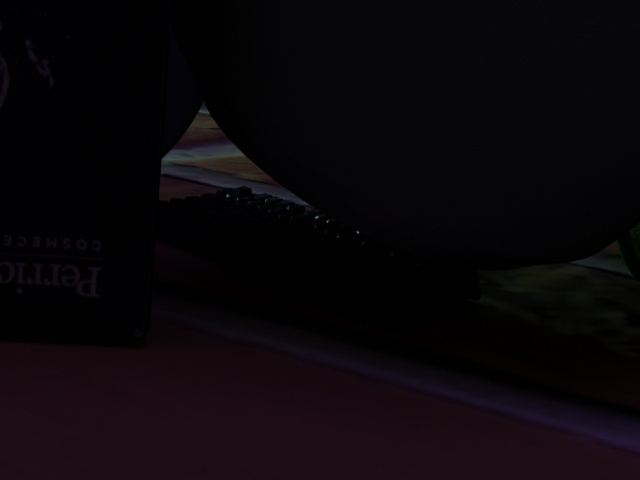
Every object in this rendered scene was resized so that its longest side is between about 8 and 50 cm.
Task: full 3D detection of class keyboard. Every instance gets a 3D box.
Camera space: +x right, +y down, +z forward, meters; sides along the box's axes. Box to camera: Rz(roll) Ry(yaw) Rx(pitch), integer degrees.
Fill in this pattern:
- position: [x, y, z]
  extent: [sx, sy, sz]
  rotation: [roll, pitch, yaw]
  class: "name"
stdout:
- position: [0.000, 0.000, 0.788]
  extent: [0.108, 0.023, 0.180]
  rotation: [-3, 15, -38]
  class: "keyboard"

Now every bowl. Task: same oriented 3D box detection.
- position: [0.057, -0.103, 0.715]
  extent: [0.312, 0.163, 0.311]
  rotation: [25, 24, -12]
  class: "bowl"

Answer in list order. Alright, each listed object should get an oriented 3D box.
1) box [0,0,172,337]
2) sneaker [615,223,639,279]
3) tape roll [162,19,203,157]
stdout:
- position: [-0.226, -0.139, 0.632]
  extent: [0.343, 0.312, 0.179]
  rotation: [3, 12, -9]
  class: "box"
- position: [0.209, -0.004, 0.772]
  extent: [0.124, 0.109, 0.295]
  rotation: [-30, 21, 5]
  class: "sneaker"
- position: [-0.155, -0.122, 0.817]
  extent: [0.219, 0.219, 0.072]
  rotation: [5, 10, -3]
  class: "tape roll"
